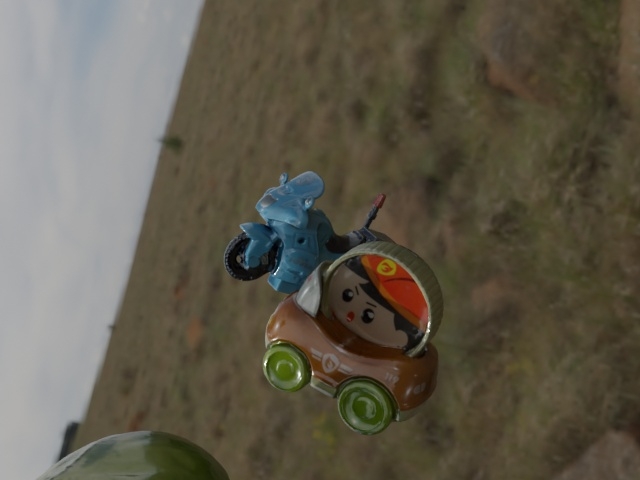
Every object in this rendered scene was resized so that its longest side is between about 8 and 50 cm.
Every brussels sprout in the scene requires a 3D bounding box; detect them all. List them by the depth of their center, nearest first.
[{"bbox_3d":[-0.230,0.365,1.493,0.355,0.289,0.281,31,-131,-67],"label":"brussels sprout"}]

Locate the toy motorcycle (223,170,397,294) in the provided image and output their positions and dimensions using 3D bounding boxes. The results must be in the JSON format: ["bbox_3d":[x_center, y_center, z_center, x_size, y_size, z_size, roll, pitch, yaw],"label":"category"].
[{"bbox_3d":[0.000,0.000,1.874,0.182,0.272,0.123,-65,32,13],"label":"toy motorcycle"}]

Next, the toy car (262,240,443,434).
[{"bbox_3d":[0.054,0.100,1.608,0.145,0.235,0.235,-34,-36,-61],"label":"toy car"}]
